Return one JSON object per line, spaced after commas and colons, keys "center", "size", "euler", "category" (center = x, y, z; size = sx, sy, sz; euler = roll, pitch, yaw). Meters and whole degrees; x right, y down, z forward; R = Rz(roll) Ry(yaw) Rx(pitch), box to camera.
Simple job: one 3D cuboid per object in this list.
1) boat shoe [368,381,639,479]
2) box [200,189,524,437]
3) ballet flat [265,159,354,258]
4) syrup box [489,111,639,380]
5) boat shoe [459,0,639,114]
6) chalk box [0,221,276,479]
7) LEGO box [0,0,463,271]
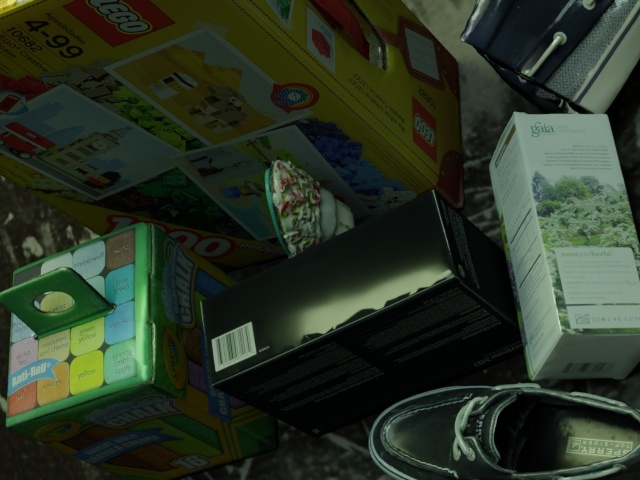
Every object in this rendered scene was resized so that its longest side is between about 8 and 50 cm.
{"center": [0.164, 0.177, 1.239], "size": [0.301, 0.102, 0.108], "euler": [2, 69, 34], "category": "boat shoe"}
{"center": [0.046, 0.078, 1.315], "size": [0.261, 0.184, 0.103], "euler": [-25, 54, 21], "category": "box"}
{"center": [0.000, 0.000, 1.364], "size": [0.077, 0.241, 0.091], "euler": [-6, 55, 5], "category": "ballet flat"}
{"center": [0.227, 0.002, 1.267], "size": [0.093, 0.096, 0.237], "euler": [0, 59, -11], "category": "syrup box"}
{"center": [0.269, -0.282, 1.313], "size": [0.341, 0.158, 0.127], "euler": [-60, 8, 7], "category": "boat shoe"}
{"center": [-0.195, 0.111, 1.391], "size": [0.180, 0.289, 0.179], "euler": [-20, 58, 25], "category": "chalk box"}
{"center": [-0.136, -0.169, 1.354], "size": [0.372, 0.500, 0.193], "euler": [-15, 59, 28], "category": "LEGO box"}
